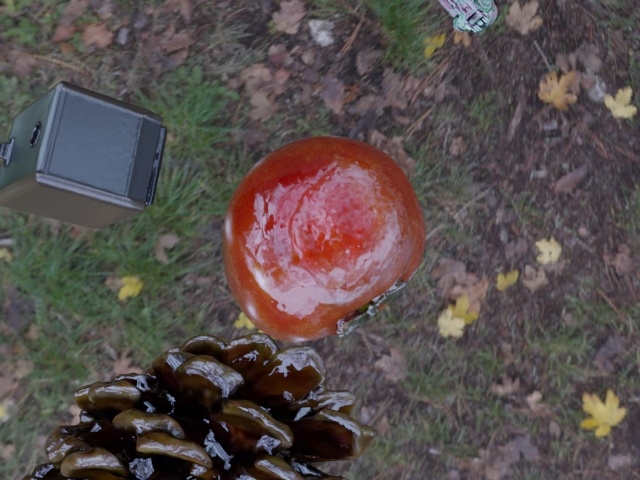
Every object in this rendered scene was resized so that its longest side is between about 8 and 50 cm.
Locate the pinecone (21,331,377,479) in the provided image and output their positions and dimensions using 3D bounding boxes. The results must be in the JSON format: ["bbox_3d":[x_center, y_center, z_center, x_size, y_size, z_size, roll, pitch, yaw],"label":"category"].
[{"bbox_3d":[-0.075,0.152,0.494,0.168,0.212,0.185,24,146,26],"label":"pinecone"}]

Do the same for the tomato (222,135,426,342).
[{"bbox_3d":[0.000,0.000,1.471,0.325,0.293,0.290,-33,79,-6],"label":"tomato"}]

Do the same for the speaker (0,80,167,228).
[{"bbox_3d":[-0.358,-0.119,1.386,0.192,0.231,0.153,18,76,-31],"label":"speaker"}]

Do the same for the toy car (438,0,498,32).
[{"bbox_3d":[0.189,-0.353,1.303,0.142,0.055,0.069,50,151,-2],"label":"toy car"}]
